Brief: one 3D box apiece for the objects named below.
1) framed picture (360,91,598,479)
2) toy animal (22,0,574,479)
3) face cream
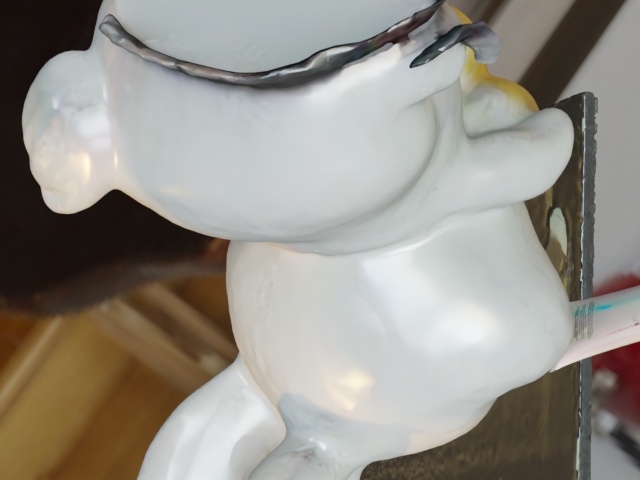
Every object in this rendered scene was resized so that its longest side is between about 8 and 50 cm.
[{"bbox_3d":[0.077,0.061,1.226,0.013,0.244,0.324,10,165,-26],"label":"framed picture"},{"bbox_3d":[0.007,-0.002,0.828,0.183,0.247,0.310,34,150,38],"label":"toy animal"},{"bbox_3d":[0.154,0.036,0.946,0.020,0.038,0.115,25,149,-37],"label":"face cream"}]
